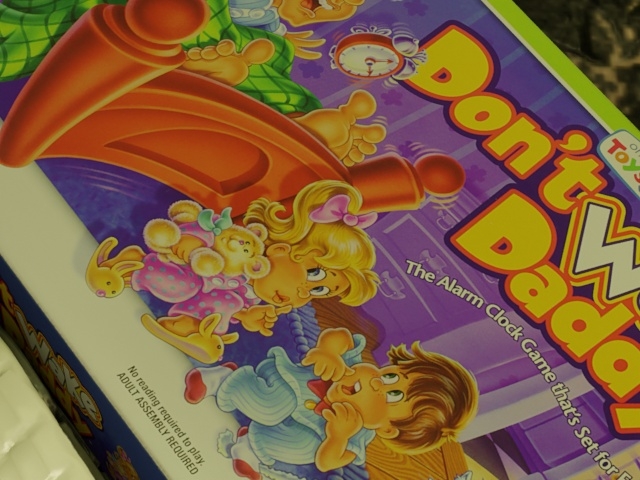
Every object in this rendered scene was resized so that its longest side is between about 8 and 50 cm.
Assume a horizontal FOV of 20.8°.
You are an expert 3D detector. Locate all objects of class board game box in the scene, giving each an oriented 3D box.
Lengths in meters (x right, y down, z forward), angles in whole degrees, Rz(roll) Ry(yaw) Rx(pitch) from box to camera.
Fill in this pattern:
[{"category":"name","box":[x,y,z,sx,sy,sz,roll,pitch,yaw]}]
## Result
[{"category":"board game box","box":[0.000,0.000,0.663,0.233,0.078,0.347,-30,66,-24]}]

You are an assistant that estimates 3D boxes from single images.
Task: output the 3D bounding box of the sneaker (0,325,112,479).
[{"category":"sneaker","box":[-0.076,0.184,0.526,0.147,0.130,0.330,-35,66,-8]}]
